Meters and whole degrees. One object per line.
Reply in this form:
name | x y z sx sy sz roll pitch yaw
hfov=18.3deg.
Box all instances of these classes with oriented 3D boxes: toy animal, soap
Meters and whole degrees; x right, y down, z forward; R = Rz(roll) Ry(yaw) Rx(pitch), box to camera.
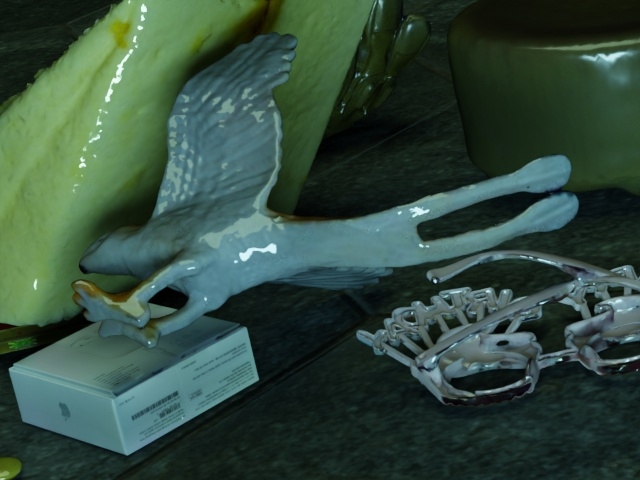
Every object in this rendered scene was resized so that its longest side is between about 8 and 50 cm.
toy animal | -0.019 0.010 1.412 0.302 0.225 0.284 -30 26 -29
soap | -0.254 0.168 1.405 0.089 0.012 0.034 -12 20 1

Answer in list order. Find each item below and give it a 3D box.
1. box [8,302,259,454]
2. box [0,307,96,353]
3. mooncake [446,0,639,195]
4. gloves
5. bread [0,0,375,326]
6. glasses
box | -0.139 0.098 1.473 0.130 0.051 0.129 -27 24 -37
box | -0.248 0.065 1.668 0.133 0.023 0.090 -12 22 2
mooncake | 0.258 -0.139 1.729 0.284 0.155 0.284 -10 18 3
gloves | -0.038 -0.159 1.989 0.331 0.141 0.154 -13 -9 27
bread | -0.156 -0.134 1.686 0.242 0.405 0.346 25 19 31
glasses | 0.150 0.039 1.405 0.255 0.095 0.162 -9 15 2
